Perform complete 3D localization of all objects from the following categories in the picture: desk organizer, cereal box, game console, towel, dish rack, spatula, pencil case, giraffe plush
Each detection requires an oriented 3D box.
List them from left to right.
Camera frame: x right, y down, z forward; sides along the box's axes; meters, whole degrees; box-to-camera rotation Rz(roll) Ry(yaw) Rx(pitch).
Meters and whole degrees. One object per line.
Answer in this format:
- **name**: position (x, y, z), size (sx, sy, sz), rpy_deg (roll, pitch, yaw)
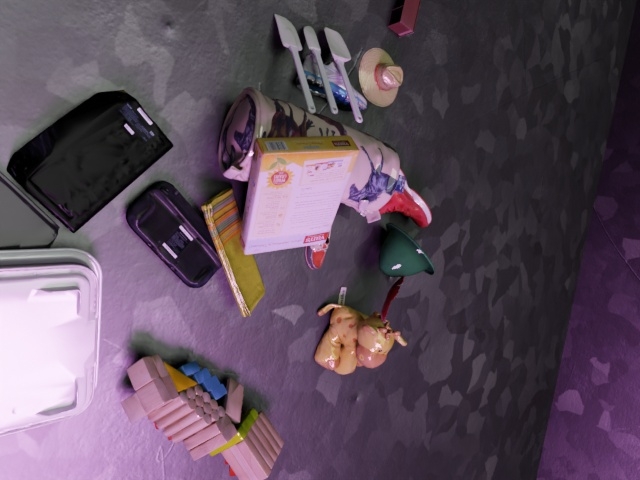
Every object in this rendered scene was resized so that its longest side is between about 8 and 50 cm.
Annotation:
- **dish rack**: position (-0.466, 0.157, 0.614), size (0.332, 0.072, 0.286), rpy_deg (-3, 106, -41)
- **game console**: position (-0.298, -0.053, 0.767), size (0.213, 0.044, 0.361), rpy_deg (-49, 124, -22)
- **towel**: position (-0.159, 0.022, 0.882), size (0.102, 0.021, 0.237), rpy_deg (-54, 133, -58)
- **cereal box**: position (-0.046, -0.076, 0.815), size (0.173, 0.047, 0.240), rpy_deg (-8, 142, -26)
- **pencil case**: position (-0.011, -0.160, 0.913), size (0.410, 0.160, 0.184), rpy_deg (10, 64, -42)
- **spatula**: position (0.007, -0.345, 0.911), size (0.168, 0.019, 0.242), rpy_deg (1, 64, -38)
- **giraffe plush**: position (0.104, 0.228, 1.067), size (0.181, 0.170, 0.210), rpy_deg (-12, 104, -38)
- **desk organizer**: position (0.210, -0.576, 1.115), size (0.050, 0.047, 0.130), rpy_deg (16, 86, -38)

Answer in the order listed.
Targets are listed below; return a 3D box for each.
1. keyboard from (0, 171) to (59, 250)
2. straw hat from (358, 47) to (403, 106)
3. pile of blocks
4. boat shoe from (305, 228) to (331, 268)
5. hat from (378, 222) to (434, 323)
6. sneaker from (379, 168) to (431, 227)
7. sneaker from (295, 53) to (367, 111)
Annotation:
- **keyboard**: position (-0.526, -0.050, 0.581), size (0.201, 0.033, 0.317), rpy_deg (-51, 124, -24)
- **straw hat**: position (0.164, -0.395, 1.094), size (0.144, 0.061, 0.145), rpy_deg (-8, 103, -39)
- **pile of blocks**: position (-0.228, 0.334, 0.863), size (0.112, 0.149, 0.362), rpy_deg (-33, 116, 17)
- **boat shoe**: position (0.000, 0.000, 1.028), size (0.049, 0.043, 0.137), rpy_deg (5, 95, -43)
- **hat**: position (0.159, 0.077, 1.119), size (0.183, 0.208, 0.173), rpy_deg (-43, 79, -3)
- **sneaker**: position (0.185, -0.085, 1.161), size (0.128, 0.087, 0.221), rpy_deg (-48, 112, -14)
- **sneaker**: position (0.035, -0.344, 0.990), size (0.190, 0.071, 0.083), rpy_deg (17, 80, -41)
